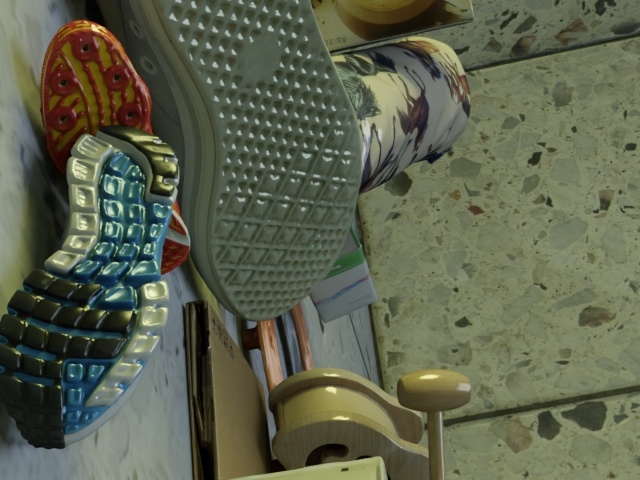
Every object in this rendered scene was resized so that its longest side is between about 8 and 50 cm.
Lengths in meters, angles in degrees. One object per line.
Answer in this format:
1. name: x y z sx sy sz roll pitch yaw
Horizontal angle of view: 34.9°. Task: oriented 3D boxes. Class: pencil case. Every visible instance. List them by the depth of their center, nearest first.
1. pencil case: 0.038 -0.126 1.173 0.410 0.160 0.183 -32 152 -59

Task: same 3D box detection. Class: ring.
1. ring: -0.040 0.146 1.143 0.336 0.032 0.337 -10 90 -85

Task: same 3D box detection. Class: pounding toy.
1. pounding toy: 0.023 0.222 0.911 0.155 0.154 0.270 -101 -155 -60

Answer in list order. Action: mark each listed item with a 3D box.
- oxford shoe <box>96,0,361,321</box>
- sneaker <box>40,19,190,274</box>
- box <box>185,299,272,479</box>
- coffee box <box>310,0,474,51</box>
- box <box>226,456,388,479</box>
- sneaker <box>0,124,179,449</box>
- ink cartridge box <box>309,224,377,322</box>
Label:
1. oxford shoe: -0.073 -0.112 0.794 0.130 0.169 0.449 37 -26 38
2. sneaker: -0.125 -0.053 0.597 0.067 0.064 0.175 -122 -163 -45
3. box: -0.071 0.164 0.842 0.201 0.021 0.164 70 11 -60
4. coffee box: 0.012 -0.300 1.162 0.119 0.297 0.168 -61 140 -78
5. box: 0.000 0.312 0.648 0.121 0.148 0.311 -71 148 -78
6. sneaker: -0.109 0.031 0.509 0.191 0.071 0.083 -82 -174 -47
7. ink cartridge box: 0.000 0.000 1.357 0.212 0.093 0.154 63 3 -67
